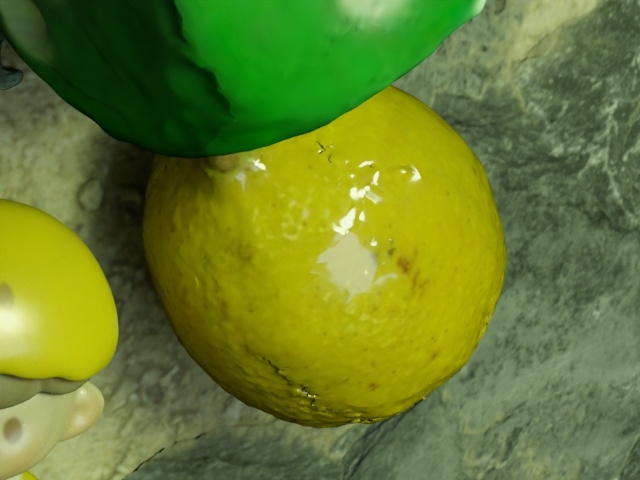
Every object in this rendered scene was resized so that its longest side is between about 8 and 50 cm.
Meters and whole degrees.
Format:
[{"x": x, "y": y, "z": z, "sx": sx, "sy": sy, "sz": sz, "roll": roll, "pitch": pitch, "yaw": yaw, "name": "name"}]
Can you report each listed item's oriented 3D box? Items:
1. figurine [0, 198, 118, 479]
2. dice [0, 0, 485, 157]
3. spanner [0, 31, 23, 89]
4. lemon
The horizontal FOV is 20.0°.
[{"x": -0.248, "y": 0.137, "z": 1.239, "sx": 0.215, "sy": 0.187, "sz": 0.343, "roll": -4, "pitch": 111, "yaw": -21, "name": "figurine"}, {"x": -0.071, "y": -0.248, "z": 1.132, "sx": 0.287, "sy": 0.297, "sz": 0.300, "roll": -36, "pitch": 127, "yaw": -22, "name": "dice"}, {"x": -0.306, "y": -0.132, "z": 1.190, "sx": 0.254, "sy": 0.015, "sz": 0.054, "roll": 2, "pitch": 111, "yaw": -38, "name": "spanner"}, {"x": 0.000, "y": 0.000, "z": 1.326, "sx": 0.258, "sy": 0.258, "sz": 0.310, "roll": -53, "pitch": 138, "yaw": -6, "name": "lemon"}]
